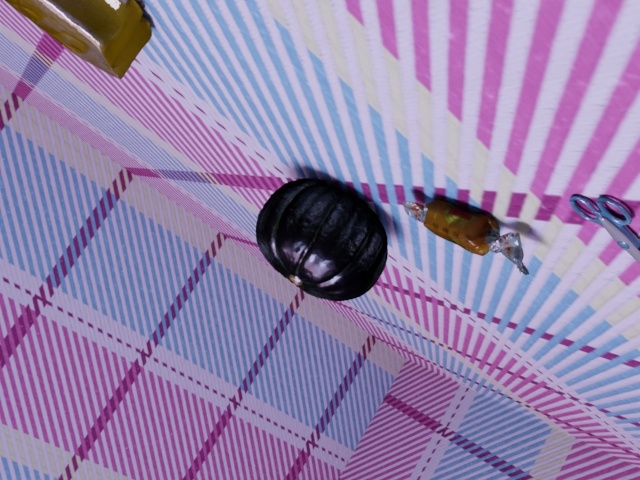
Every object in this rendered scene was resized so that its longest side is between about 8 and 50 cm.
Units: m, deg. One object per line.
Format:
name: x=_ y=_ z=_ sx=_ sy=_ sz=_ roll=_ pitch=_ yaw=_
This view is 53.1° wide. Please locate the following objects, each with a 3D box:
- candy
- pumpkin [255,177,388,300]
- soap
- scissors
candy: x=0.169 y=-0.015 z=0.751 sx=0.182 sy=0.046 sz=0.053 roll=30 pitch=175 yaw=39
pumpkin: x=0.000 y=0.000 z=1.007 sx=0.221 sy=0.161 sz=0.220 roll=29 pitch=165 yaw=8
soap: x=-0.312 y=-0.293 z=0.717 sx=0.258 sy=0.080 sz=0.160 roll=38 pitch=172 yaw=-33
scissors: x=0.274 y=-0.003 z=0.577 sx=0.119 sy=0.014 sz=0.058 roll=39 pitch=169 yaw=-22
